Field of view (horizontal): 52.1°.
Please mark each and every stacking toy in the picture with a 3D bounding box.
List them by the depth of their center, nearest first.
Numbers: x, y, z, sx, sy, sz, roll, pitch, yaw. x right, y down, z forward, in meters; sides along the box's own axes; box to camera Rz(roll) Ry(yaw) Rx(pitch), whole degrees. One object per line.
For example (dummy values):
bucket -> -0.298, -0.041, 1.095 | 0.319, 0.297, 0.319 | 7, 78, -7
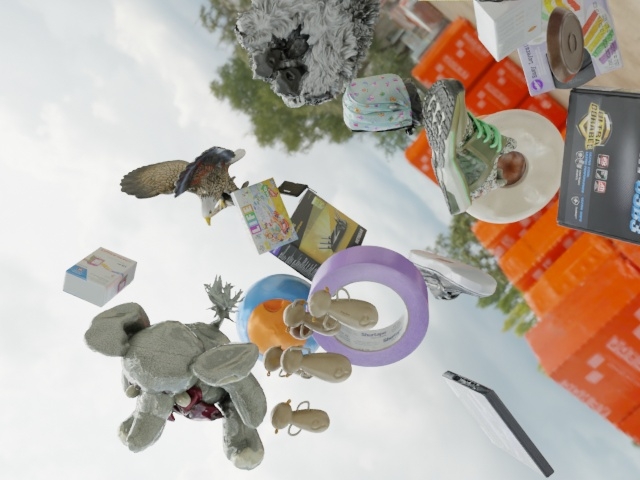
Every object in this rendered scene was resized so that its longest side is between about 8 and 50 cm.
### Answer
stacking toy -> 0.535, -0.293, 2.110 | 0.350, 0.350, 0.480 | 34, -163, -19

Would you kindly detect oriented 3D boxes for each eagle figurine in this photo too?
eagle figurine -> -0.293, -0.142, 1.582 | 0.298, 0.226, 0.225 | 28, -163, -49

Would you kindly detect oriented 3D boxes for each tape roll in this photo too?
tape roll -> 0.108, 0.152, 1.490 | 0.275, 0.275, 0.090 | 37, -154, -11

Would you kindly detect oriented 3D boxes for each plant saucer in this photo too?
plant saucer -> 0.558, -0.444, 1.479 | 0.029, 0.168, 0.168 | 1, 165, 43

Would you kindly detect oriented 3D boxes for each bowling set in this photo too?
bowling set -> -0.043, 0.199, 1.216 | 0.154, 0.287, 0.200 | 20, -176, -38

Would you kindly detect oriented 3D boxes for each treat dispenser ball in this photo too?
treat dispenser ball -> -0.120, 0.247, 2.037 | 0.288, 0.288, 0.288 | 36, -162, -14

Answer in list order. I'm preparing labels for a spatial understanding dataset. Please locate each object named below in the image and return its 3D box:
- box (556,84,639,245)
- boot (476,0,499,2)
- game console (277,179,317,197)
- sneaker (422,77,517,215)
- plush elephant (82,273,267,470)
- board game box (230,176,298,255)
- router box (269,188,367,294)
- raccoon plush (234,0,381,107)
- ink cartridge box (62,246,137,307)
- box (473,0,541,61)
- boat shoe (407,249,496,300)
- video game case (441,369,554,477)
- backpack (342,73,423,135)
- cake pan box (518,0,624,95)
box -> 0.623, -0.141, 1.276 | 0.073, 0.296, 0.293 | -19, -152, -38
boot -> 0.392, -0.522, 1.370 | 0.121, 0.045, 0.099 | -20, -156, -31
game console -> -0.094, -0.185, 2.513 | 0.122, 0.107, 0.071 | 13, 139, 37
sneaker -> 0.336, -0.221, 1.445 | 0.410, 0.182, 0.158 | 64, -171, -59
plush elephant -> -0.226, 0.218, 1.030 | 0.271, 0.330, 0.255 | 12, -179, 16
board game box -> -0.127, -0.054, 1.490 | 0.154, 0.103, 0.026 | 67, 158, -3
router box -> 0.000, 0.000, 2.043 | 0.243, 0.081, 0.309 | 34, -145, -7
raccoon plush -> 0.056, -0.406, 1.149 | 0.216, 0.446, 0.299 | 50, -153, -4
ink cartridge box -> -0.430, 0.069, 1.285 | 0.088, 0.052, 0.122 | 22, -155, 6
box -> 0.452, -0.540, 1.578 | 0.091, 0.130, 0.170 | 60, -175, 24
boat shoe -> 0.324, 0.107, 1.674 | 0.108, 0.102, 0.301 | 2, -167, -34
video game case -> 0.354, 0.367, 1.347 | 0.196, 0.026, 0.274 | 53, 172, -1
backpack -> 0.142, -0.327, 1.567 | 0.182, 0.115, 0.152 | -7, -135, -5
cake pan box -> 0.656, -0.541, 1.758 | 0.070, 0.245, 0.267 | -27, -77, -57
